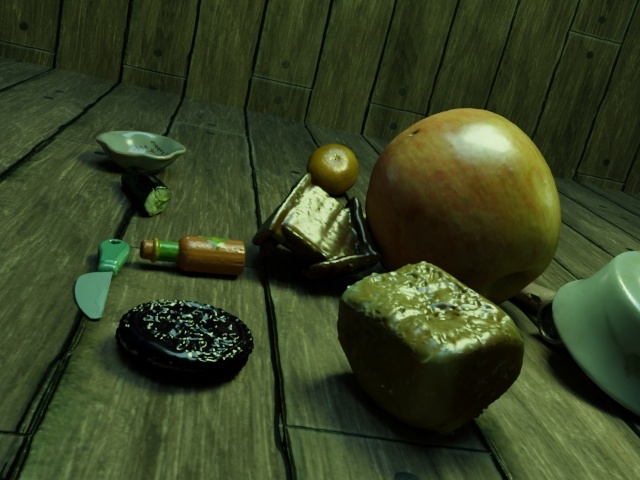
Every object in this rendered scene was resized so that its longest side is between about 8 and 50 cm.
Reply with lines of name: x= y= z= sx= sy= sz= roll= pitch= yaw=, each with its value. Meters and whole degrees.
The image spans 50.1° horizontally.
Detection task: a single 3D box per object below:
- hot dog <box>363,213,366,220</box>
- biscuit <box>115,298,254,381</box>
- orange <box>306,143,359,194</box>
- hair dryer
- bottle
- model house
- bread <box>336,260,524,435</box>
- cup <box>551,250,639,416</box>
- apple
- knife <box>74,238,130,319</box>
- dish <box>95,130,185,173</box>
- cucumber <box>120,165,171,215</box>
hot dog: x=0.124 y=-0.029 z=1.667 sx=0.250 sy=0.076 sz=0.104 roll=18 pitch=19 yaw=4
biscuit: x=-0.189 y=0.137 z=0.961 sx=0.195 sy=0.053 sz=0.194 roll=14 pitch=17 yaw=-4
orange: x=0.036 y=-0.207 z=2.040 sx=0.159 sy=0.158 sz=0.136 roll=13 pitch=-26 yaw=-2
hair dryer: x=0.464 y=0.130 z=1.450 sx=0.190 sy=0.106 sz=0.344 roll=1 pitch=13 yaw=-30
bottle: x=-0.232 y=0.024 z=1.245 sx=0.187 sy=0.069 sz=0.069 roll=5 pitch=20 yaw=-23
model house: x=-0.001 y=-0.001 z=1.375 sx=0.229 sy=0.199 sz=0.219 roll=37 pitch=61 yaw=-1
bread: x=0.145 y=0.152 z=0.974 sx=0.196 sy=0.176 sz=0.246 roll=-12 pitch=32 yaw=-31
cup: x=0.598 y=0.143 z=1.183 sx=0.347 sy=0.163 sz=0.347 roll=16 pitch=38 yaw=-13
apple: x=0.285 y=-0.048 z=1.357 sx=0.392 sy=0.391 sz=0.346 roll=-5 pitch=52 yaw=-45
knife: x=-0.360 y=0.059 z=1.113 sx=0.063 sy=0.034 sz=0.260 roll=7 pitch=22 yaw=-8
dish: x=-0.474 y=-0.222 z=1.798 sx=0.230 sy=0.081 sz=0.229 roll=11 pitch=21 yaw=-4
cucumber: x=-0.403 y=-0.123 z=1.562 sx=0.075 sy=0.074 sz=0.241 roll=3 pitch=20 yaw=-32
